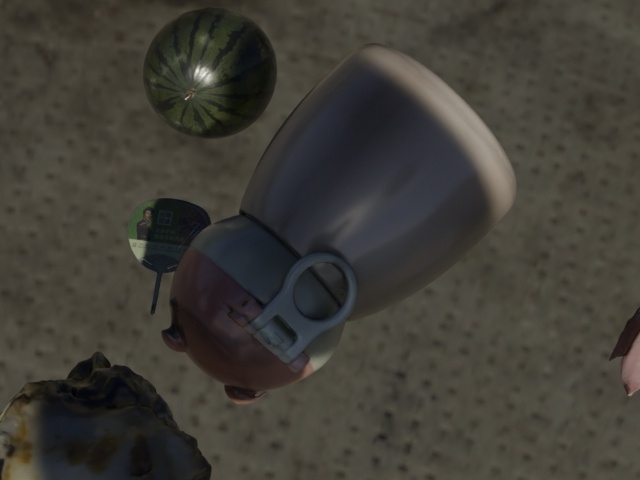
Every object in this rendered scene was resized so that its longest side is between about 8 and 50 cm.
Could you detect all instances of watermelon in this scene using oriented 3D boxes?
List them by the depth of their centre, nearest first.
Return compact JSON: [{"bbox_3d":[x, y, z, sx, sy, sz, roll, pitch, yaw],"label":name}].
[{"bbox_3d":[-0.084,-0.136,1.525,0.105,0.105,0.133,23,19,9],"label":"watermelon"}]

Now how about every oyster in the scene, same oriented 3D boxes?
[{"bbox_3d":[-0.117,0.158,0.807,0.166,0.110,0.341,1,22,-11],"label":"oyster"}]

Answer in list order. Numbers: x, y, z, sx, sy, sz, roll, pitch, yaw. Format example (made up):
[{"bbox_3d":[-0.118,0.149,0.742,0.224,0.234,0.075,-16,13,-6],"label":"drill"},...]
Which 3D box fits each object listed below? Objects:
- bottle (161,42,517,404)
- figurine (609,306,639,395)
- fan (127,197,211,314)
[{"bbox_3d":[0.000,0.000,1.231,0.236,0.147,0.147,-45,66,-9],"label":"bottle"},{"bbox_3d":[0.358,0.158,1.133,0.211,0.253,0.361,-25,57,-27],"label":"figurine"},{"bbox_3d":[-0.114,0.004,1.325,0.060,0.003,0.080,36,86,20],"label":"fan"}]
